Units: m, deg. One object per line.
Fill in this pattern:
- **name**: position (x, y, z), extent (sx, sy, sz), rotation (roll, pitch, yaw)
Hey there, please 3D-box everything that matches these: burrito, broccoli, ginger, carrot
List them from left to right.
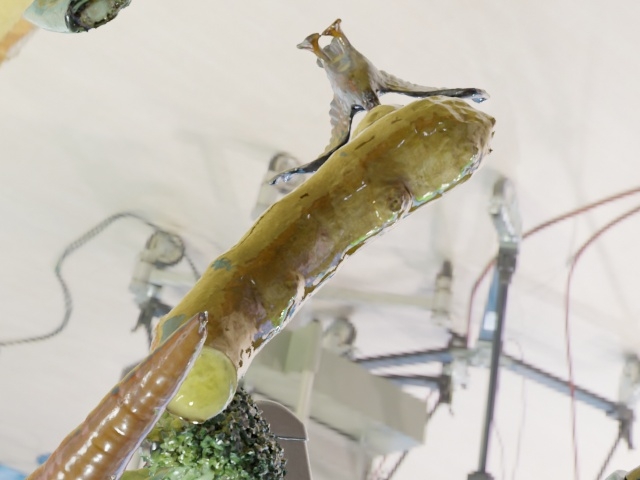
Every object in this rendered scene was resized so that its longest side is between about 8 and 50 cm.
- **burrito**: position (-0.227, -0.218, 0.992), extent (0.118, 0.074, 0.044), rotation (11, 138, 53)
- **carrot**: position (-0.116, 0.112, 0.532), extent (0.048, 0.048, 0.216), rotation (28, 114, -24)
- **broccoli**: position (-0.126, 0.224, 0.995), extent (0.194, 0.194, 0.219), rotation (7, 146, 7)
- **ginger**: position (-0.002, -0.003, 0.664), extent (0.118, 0.299, 0.065), rotation (-3, 124, 51)

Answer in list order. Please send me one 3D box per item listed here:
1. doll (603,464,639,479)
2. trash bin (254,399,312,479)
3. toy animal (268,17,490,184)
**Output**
- **doll**: position (0.373, 0.268, 1.021), extent (0.314, 0.141, 0.177), rotation (-42, 80, 17)
- **trash bin**: position (-0.089, 0.350, 1.534), extent (0.101, 0.236, 0.177), rotation (-28, 153, 31)
- **toy animal**: position (0.033, -0.162, 1.184), extent (0.273, 0.160, 0.197), rotation (-32, 176, 5)
